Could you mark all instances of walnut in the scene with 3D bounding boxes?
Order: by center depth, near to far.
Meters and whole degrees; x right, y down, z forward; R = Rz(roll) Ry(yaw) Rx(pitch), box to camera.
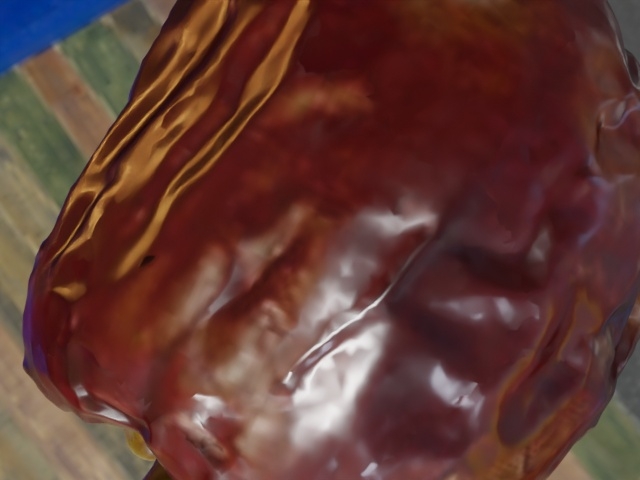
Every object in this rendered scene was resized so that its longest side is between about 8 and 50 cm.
[{"bbox_3d":[0.000,0.000,0.617,0.222,0.269,0.244,48,166,-20],"label":"walnut"}]
